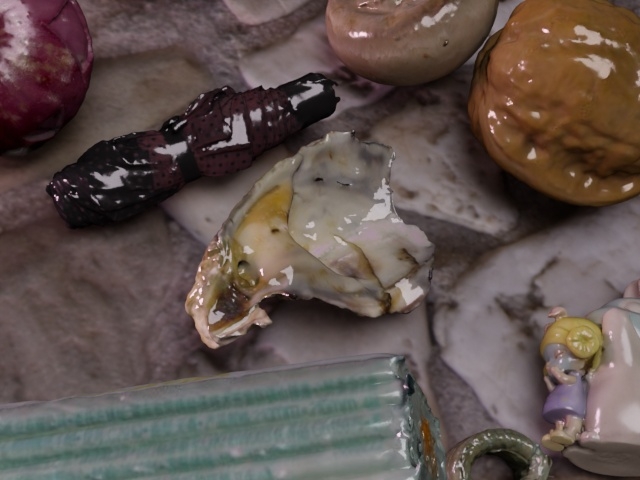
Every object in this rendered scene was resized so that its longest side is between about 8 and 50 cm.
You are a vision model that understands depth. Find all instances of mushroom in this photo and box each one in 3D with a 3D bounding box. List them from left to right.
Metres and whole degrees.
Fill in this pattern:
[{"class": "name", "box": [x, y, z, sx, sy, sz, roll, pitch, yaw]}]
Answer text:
[{"class": "mushroom", "box": [0.094, -0.292, 1.142, 0.207, 0.215, 0.207, -16, 37, 12]}]

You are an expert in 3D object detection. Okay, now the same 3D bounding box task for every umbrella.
[{"class": "umbrella", "box": [-0.130, -0.103, 1.063, 0.326, 0.094, 0.090, -27, 30, -13]}]

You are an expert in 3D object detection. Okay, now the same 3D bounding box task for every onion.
[{"class": "onion", "box": [-0.337, -0.173, 1.017, 0.207, 0.200, 0.201, -5, 66, -30]}]

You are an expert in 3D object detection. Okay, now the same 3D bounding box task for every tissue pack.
[{"class": "tissue pack", "box": [-0.102, 0.200, 0.758, 0.388, 0.287, 0.162, -9, 70, 8]}]

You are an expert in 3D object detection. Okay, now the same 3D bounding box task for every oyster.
[{"class": "oyster", "box": [-0.003, 0.006, 1.052, 0.271, 0.100, 0.275, 7, 51, -13]}]

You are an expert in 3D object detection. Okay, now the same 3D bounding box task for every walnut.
[{"class": "walnut", "box": [0.297, -0.154, 1.129, 0.257, 0.224, 0.257, 5, 72, -14]}]

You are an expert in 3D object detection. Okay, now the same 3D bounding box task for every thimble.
[{"class": "thimble", "box": [0.175, 0.234, 1.004, 0.110, 0.062, 0.084, -2, 68, -14]}]

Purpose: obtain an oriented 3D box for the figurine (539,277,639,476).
[{"class": "figurine", "box": [0.309, 0.121, 1.064, 0.155, 0.127, 0.236, 9, 58, 1]}]
